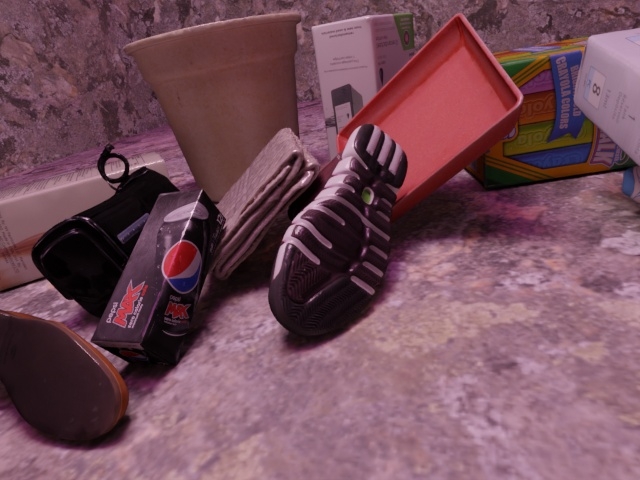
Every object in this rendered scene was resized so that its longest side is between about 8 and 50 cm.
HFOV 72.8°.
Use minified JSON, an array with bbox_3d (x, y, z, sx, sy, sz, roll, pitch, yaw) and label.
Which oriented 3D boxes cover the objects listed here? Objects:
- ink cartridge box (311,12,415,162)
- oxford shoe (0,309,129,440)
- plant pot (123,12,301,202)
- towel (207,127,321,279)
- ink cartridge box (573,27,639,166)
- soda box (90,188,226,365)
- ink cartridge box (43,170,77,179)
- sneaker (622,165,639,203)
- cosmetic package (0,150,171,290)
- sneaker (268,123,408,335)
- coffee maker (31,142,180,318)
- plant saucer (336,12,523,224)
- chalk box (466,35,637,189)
[{"bbox_3d":[0.096,-0.262,0.808,0.114,0.273,0.198,6,28,31],"label":"ink cartridge box"},{"bbox_3d":[-0.228,0.104,0.379,0.212,0.076,0.076,15,-6,30],"label":"oxford shoe"},{"bbox_3d":[-0.174,-0.254,0.876,0.333,0.306,0.334,-9,23,4],"label":"plant pot"},{"bbox_3d":[-0.085,-0.063,0.592,0.187,0.049,0.282,-47,19,10],"label":"towel"},{"bbox_3d":[0.447,-0.093,0.345,0.307,0.091,0.385,-6,39,6],"label":"ink cartridge box"},{"bbox_3d":[-0.150,0.031,0.424,0.060,0.053,0.169,-3,55,20],"label":"soda box"},{"bbox_3d":[-0.506,-0.085,0.897,0.061,0.105,0.181,-27,27,-34],"label":"ink cartridge box"},{"bbox_3d":[0.444,-0.093,0.485,0.237,0.085,0.086,-18,28,-18],"label":"sneaker"},{"bbox_3d":[-0.392,-0.043,0.715,0.295,0.129,0.153,-20,23,-18],"label":"cosmetic package"},{"bbox_3d":[0.000,0.000,0.500,0.162,0.106,0.281,-33,21,49],"label":"sneaker"},{"bbox_3d":[-0.255,-0.013,0.536,0.171,0.120,0.178,33,24,-7],"label":"coffee maker"},{"bbox_3d":[0.129,-0.148,0.589,0.258,0.047,0.259,-40,35,32],"label":"plant saucer"},{"bbox_3d":[0.371,-0.208,0.667,0.288,0.179,0.180,-9,23,7],"label":"chalk box"}]
